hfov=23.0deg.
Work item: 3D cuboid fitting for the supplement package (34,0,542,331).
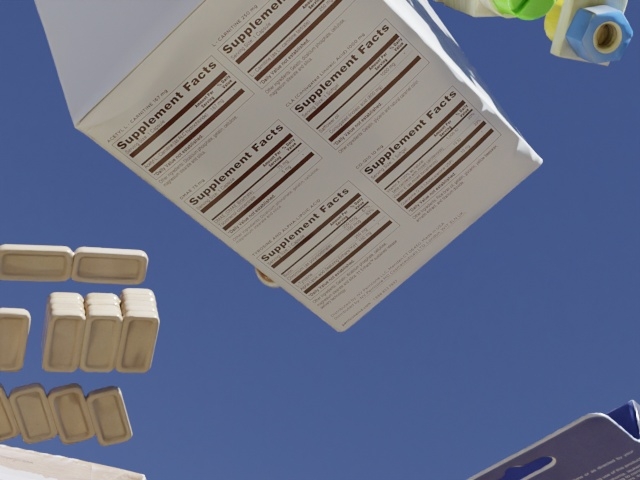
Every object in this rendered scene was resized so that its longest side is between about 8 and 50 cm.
[{"bbox_3d":[-0.026,-0.099,0.836,0.149,0.194,0.203,-41,-53,12],"label":"supplement package"}]

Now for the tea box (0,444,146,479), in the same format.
[{"bbox_3d":[-0.314,0.355,1.470,0.329,0.220,0.323,9,-35,14],"label":"tea box"}]

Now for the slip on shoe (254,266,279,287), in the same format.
[{"bbox_3d":[0.000,0.000,1.469,0.051,0.135,0.041,51,-5,16],"label":"slip on shoe"}]

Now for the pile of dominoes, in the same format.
[{"bbox_3d":[-0.259,0.076,1.253,0.251,0.040,0.196,3,-57,-17],"label":"pile of dominoes"}]

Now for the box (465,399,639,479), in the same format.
[{"bbox_3d":[0.174,0.169,0.933,0.136,0.036,0.225,-33,-52,27],"label":"box"}]

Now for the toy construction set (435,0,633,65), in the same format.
[{"bbox_3d":[0.123,-0.248,0.823,0.215,0.327,0.151,-4,4,-19],"label":"toy construction set"}]
